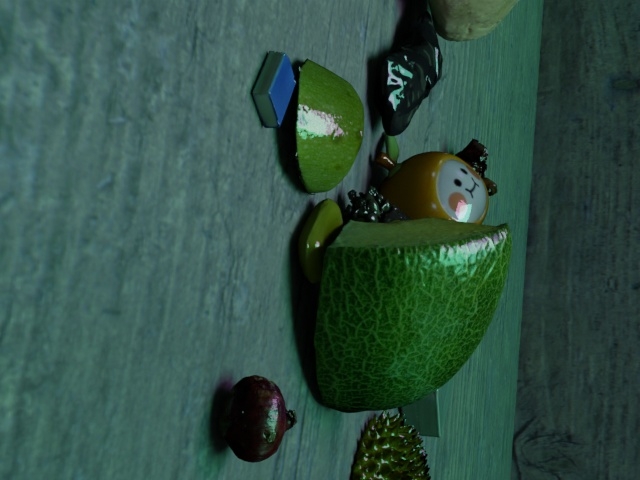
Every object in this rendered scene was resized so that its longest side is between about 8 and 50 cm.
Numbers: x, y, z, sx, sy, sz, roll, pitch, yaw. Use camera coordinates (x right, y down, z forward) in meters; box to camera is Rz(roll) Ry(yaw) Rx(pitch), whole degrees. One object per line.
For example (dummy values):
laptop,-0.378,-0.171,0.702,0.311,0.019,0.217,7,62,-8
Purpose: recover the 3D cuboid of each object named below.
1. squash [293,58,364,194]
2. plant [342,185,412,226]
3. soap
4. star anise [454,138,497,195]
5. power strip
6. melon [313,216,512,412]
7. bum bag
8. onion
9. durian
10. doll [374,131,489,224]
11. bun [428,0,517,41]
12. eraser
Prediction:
squash,0.017,-0.166,1.543,0.184,0.085,0.192,41,51,-77
plant,0.096,-0.024,1.753,0.094,0.143,0.092,-64,-168,-19
soap,-0.001,0.000,1.599,0.140,0.045,0.089,-65,155,-49
star anise,0.341,-0.141,2.466,0.220,0.125,0.190,-57,141,-51
power strip,0.243,0.243,2.214,0.229,0.141,0.261,-68,156,-46
melon,0.116,0.130,1.679,0.331,0.226,0.344,-13,117,-32
bum bag,0.172,-0.317,1.994,0.340,0.095,0.144,-54,144,-54
onion,-0.077,0.221,1.338,0.107,0.097,0.107,-176,-90,-88
durian,0.106,0.473,1.934,0.169,0.158,0.352,137,-34,-65
doll,0.172,-0.079,1.926,0.236,0.213,0.213,44,32,-5
bun,0.305,-0.570,2.106,0.352,0.227,0.349,-31,114,-75
eraser,-0.060,-0.200,1.428,0.063,0.027,0.085,71,29,-47
